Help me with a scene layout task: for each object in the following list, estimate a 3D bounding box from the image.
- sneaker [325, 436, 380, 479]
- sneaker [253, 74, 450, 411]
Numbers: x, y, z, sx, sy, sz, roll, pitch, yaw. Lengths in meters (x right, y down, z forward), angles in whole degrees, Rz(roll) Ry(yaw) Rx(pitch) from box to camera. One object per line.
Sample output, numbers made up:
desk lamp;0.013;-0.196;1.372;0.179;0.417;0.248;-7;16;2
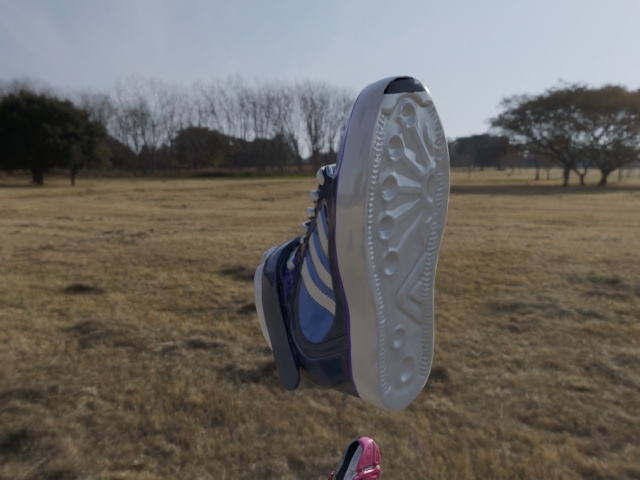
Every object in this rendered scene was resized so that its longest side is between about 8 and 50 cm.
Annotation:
sneaker;0.008;0.284;0.614;0.074;0.171;0.063;27;14;39
sneaker;0.000;0.000;0.580;0.130;0.323;0.236;-15;20;-40
